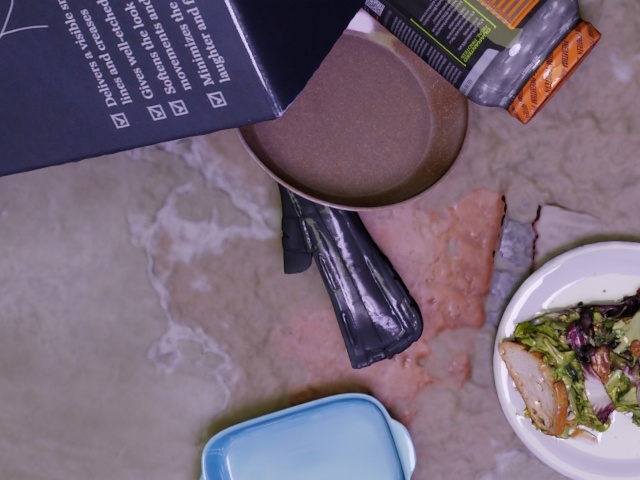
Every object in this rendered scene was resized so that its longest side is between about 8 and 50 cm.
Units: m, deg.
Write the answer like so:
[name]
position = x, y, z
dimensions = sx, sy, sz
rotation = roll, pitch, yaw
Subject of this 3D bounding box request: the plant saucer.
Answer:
[plant saucer]
position = 0.020, -0.106, 1.331
dimensions = 0.198, 0.036, 0.199
rotation = 5, 64, -11

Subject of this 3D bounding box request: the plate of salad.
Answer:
[plate of salad]
position = 0.234, 0.100, 1.337
dimensions = 0.199, 0.048, 0.200
rotation = 1, 94, 14

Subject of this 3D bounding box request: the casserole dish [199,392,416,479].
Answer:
[casserole dish]
position = -0.010, 0.191, 1.403
dimensions = 0.188, 0.037, 0.114
rotation = -18, 92, 13

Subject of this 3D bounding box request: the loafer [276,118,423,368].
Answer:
[loafer]
position = 0.000, 0.000, 1.364
dimensions = 0.078, 0.076, 0.223
rotation = -31, 92, 4

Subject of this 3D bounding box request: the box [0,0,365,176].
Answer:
[box]
position = -0.211, -0.225, 1.223
dimensions = 0.395, 0.212, 0.293
rotation = -9, 119, 28

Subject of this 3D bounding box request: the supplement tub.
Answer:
[supplement tub]
position = 0.115, -0.184, 1.304
dimensions = 0.190, 0.117, 0.117
rotation = 42, 101, 5
